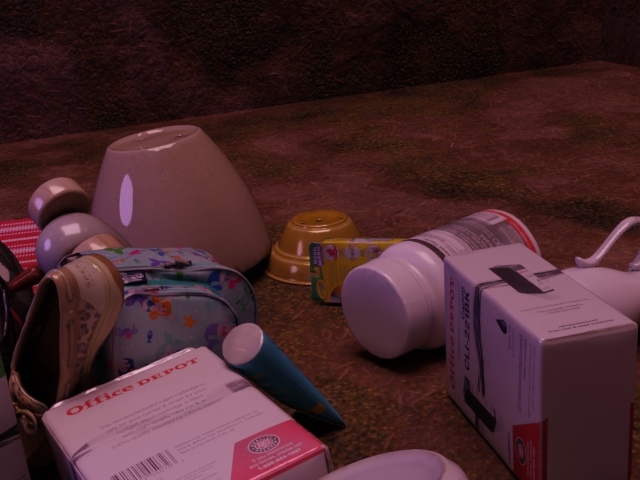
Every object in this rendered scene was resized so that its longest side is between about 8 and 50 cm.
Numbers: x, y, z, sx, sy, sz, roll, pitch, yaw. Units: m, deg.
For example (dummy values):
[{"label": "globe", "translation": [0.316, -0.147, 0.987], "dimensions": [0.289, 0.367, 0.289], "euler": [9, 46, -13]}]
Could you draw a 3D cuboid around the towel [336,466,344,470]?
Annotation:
[{"label": "towel", "translation": [0.110, 0.282, 0.996], "dimensions": [0.237, 0.021, 0.102], "euler": [5, 22, 23]}]

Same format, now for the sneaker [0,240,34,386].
[{"label": "sneaker", "translation": [-0.491, 0.084, 1.347], "dimensions": [0.185, 0.202, 0.483], "euler": [2, 24, -18]}]

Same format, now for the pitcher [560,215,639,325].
[{"label": "pitcher", "translation": [0.386, 0.066, 1.328], "dimensions": [0.207, 0.178, 0.125], "euler": [-12, 10, -25]}]

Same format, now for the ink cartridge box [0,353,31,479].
[{"label": "ink cartridge box", "translation": [-0.414, 0.201, 1.051], "dimensions": [0.153, 0.208, 0.087], "euler": [6, 24, 29]}]

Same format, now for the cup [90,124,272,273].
[{"label": "cup", "translation": [-0.269, -0.070, 1.711], "dimensions": [0.331, 0.237, 0.331], "euler": [-9, 20, 3]}]

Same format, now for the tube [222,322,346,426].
[{"label": "tube", "translation": [-0.043, 0.168, 1.139], "dimensions": [0.080, 0.207, 0.052], "euler": [17, 67, 38]}]

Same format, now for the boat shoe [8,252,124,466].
[{"label": "boat shoe", "translation": [-0.314, 0.142, 1.089], "dimensions": [0.104, 0.285, 0.089], "euler": [31, 22, 24]}]

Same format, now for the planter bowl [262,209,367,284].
[{"label": "planter bowl", "translation": [0.000, 0.000, 1.730], "dimensions": [0.217, 0.090, 0.217], "euler": [-4, 19, 1]}]

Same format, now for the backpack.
[{"label": "backpack", "translation": [-0.200, 0.122, 1.218], "dimensions": [0.253, 0.225, 0.191], "euler": [-4, 17, -38]}]

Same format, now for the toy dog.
[{"label": "toy dog", "translation": [-0.329, 0.067, 1.391], "dimensions": [0.161, 0.333, 0.220], "euler": [-38, 39, -5]}]

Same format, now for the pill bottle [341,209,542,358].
[{"label": "pill bottle", "translation": [0.179, 0.064, 1.401], "dimensions": [0.283, 0.161, 0.161], "euler": [-20, 25, -37]}]

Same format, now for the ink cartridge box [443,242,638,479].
[{"label": "ink cartridge box", "translation": [0.242, 0.140, 1.110], "dimensions": [0.114, 0.197, 0.273], "euler": [-8, 19, -12]}]

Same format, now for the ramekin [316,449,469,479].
[{"label": "ramekin", "translation": [0.052, 0.265, 0.823], "dimensions": [0.207, 0.109, 0.207], "euler": [-21, 7, 2]}]

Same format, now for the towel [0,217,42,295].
[{"label": "towel", "translation": [-0.482, 0.058, 1.594], "dimensions": [0.199, 0.031, 0.275], "euler": [-7, 42, -7]}]

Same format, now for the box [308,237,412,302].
[{"label": "box", "translation": [0.071, 0.049, 1.547], "dimensions": [0.179, 0.105, 0.043], "euler": [1, 12, 14]}]

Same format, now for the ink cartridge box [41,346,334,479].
[{"label": "ink cartridge box", "translation": [-0.141, 0.239, 0.996], "dimensions": [0.207, 0.117, 0.283], "euler": [-21, 25, -25]}]
